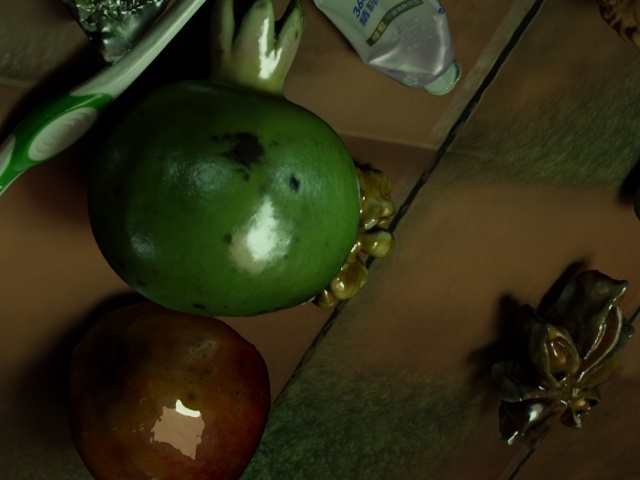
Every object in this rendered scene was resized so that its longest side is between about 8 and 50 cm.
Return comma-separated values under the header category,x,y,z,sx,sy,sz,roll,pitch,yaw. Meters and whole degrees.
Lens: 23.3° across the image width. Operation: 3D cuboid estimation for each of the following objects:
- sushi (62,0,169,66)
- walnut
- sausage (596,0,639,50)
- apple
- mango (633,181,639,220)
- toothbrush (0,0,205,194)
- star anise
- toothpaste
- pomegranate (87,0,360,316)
category,x,y,z,sx,sy,sz,roll,pitch,yaw
sushi,-0.124,-0.170,0.948,0.085,0.056,0.083,-38,139,-2
walnut,0.000,0.000,1.253,0.143,0.069,0.170,-51,148,12
sausage,0.360,-0.247,1.275,0.304,0.121,0.121,-28,145,-19
apple,-0.123,0.132,1.220,0.156,0.147,0.158,-30,151,23
mango,0.397,-0.096,1.511,0.227,0.099,0.136,-47,152,24
toothbrush,-0.180,-0.067,1.021,0.418,0.040,0.042,-46,148,9
star anise,0.249,0.116,1.617,0.214,0.099,0.220,-26,142,-45
toothpaste,0.034,-0.180,1.094,0.075,0.048,0.301,-55,147,-4
pomegranate,-0.060,-0.059,1.050,0.187,0.187,0.225,8,97,-49
